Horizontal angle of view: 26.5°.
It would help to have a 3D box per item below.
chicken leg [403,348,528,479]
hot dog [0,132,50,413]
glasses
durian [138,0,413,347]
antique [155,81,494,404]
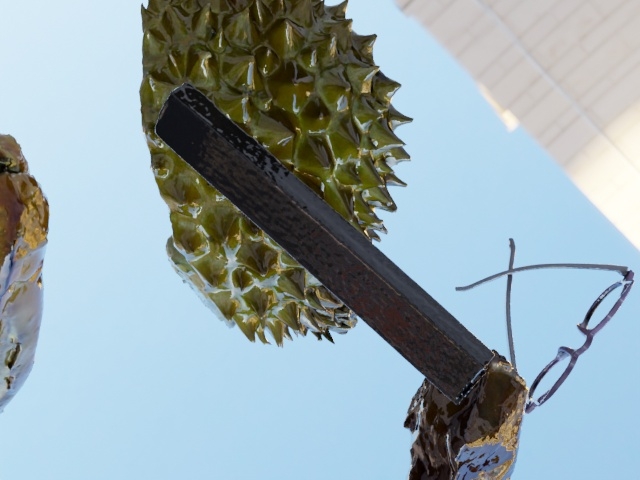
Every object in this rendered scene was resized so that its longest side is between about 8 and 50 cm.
[{"bbox_3d":[0.030,0.194,0.636,0.113,0.093,0.304,-2,114,-89],"label":"chicken leg"},{"bbox_3d":[-0.201,0.035,0.713,0.269,0.115,0.072,-54,-178,47],"label":"hot dog"},{"bbox_3d":[0.165,0.050,1.055,0.140,0.104,0.062,-50,-176,-4],"label":"glasses"},{"bbox_3d":[-0.038,-0.045,0.880,0.172,0.306,0.166,-34,-153,-20],"label":"durian"},{"bbox_3d":[0.000,0.000,0.618,0.015,0.192,0.031,-39,167,-45],"label":"antique"}]
